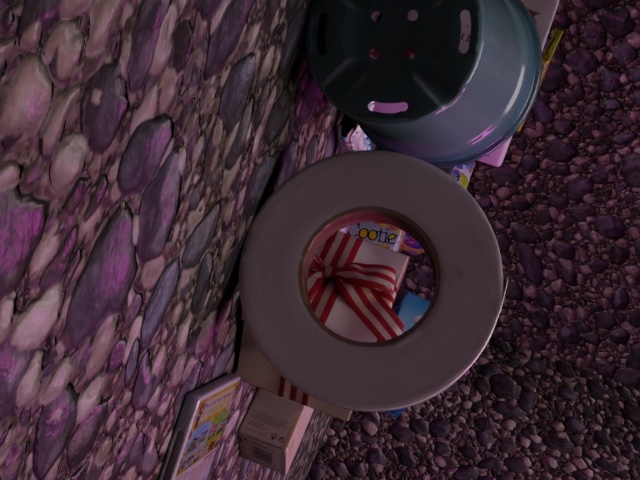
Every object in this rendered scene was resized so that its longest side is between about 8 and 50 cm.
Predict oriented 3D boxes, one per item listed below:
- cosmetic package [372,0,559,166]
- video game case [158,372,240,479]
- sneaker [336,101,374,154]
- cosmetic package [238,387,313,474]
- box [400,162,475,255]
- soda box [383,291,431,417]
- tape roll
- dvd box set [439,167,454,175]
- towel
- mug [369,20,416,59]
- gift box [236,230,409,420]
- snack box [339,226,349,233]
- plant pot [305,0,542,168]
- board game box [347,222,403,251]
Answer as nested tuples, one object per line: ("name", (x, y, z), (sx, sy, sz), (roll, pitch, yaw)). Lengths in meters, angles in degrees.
("cosmetic package", (0.323, -0.443, 1.882), (0.327, 0.329, 0.394), (94, 17, -61))
("video game case", (-0.197, 0.323, 1.349), (0.227, 0.026, 0.207), (5, 104, -79))
("sneaker", (0.055, -0.204, 1.661), (0.083, 0.071, 0.191), (-52, 152, -45))
("cosmetic package", (-0.064, 0.324, 1.849), (0.160, 0.113, 0.310), (94, 19, -57))
("box", (0.322, -0.129, 2.744), (0.290, 0.177, 0.279), (146, -33, -74))
("soda box", (0.145, 0.201, 1.521), (0.067, 0.071, 0.210), (116, -1, -59))
("tape roll", (0.075, 0.058, 1.269), (0.072, 0.391, 0.392), (71, 39, -76))
("dvd box set", (0.253, -0.145, 2.427), (0.308, 0.062, 0.420), (-66, -168, -26))
("towel", (0.469, -0.344, 1.858), (0.102, 0.021, 0.237), (-60, 168, -28))
("mug", (0.151, -0.338, 1.592), (0.113, 0.169, 0.150), (-39, 146, -72))
("gift box", (0.006, 0.139, 1.458), (0.258, 0.255, 0.276), (102, 5, -46))
("snack box", (0.000, 0.000, 1.700), (0.207, 0.070, 0.175), (79, 31, -70))
("plant pot", (0.147, -0.285, 1.304), (0.334, 0.341, 0.341), (-8, 118, -70))
("board game box", (0.111, 0.061, 2.235), (0.144, 0.142, 0.275), (91, 20, -62))
